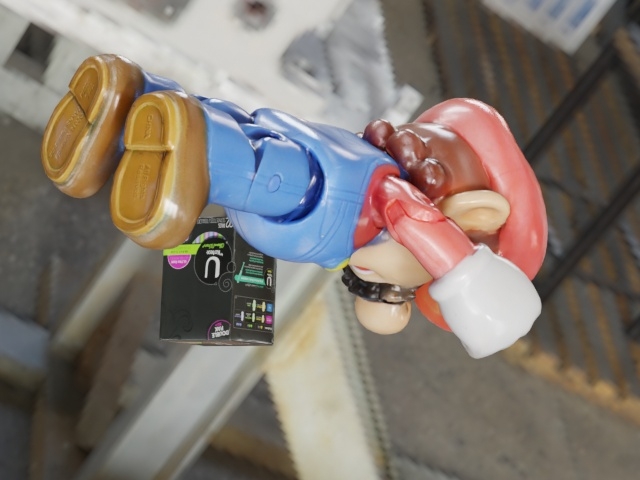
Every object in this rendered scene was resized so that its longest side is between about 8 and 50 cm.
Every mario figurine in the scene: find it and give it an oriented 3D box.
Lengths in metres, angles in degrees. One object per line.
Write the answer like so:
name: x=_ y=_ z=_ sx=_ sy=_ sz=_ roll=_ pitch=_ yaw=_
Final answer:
mario figurine: x=0.000 y=0.000 z=1.050 sx=0.321 sy=0.170 sz=0.198 roll=11 pitch=49 yaw=-38

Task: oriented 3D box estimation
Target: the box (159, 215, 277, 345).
box: x=-0.068 y=0.028 z=1.212 sx=0.052 sy=0.062 sz=0.083 roll=11 pitch=79 yaw=-55
